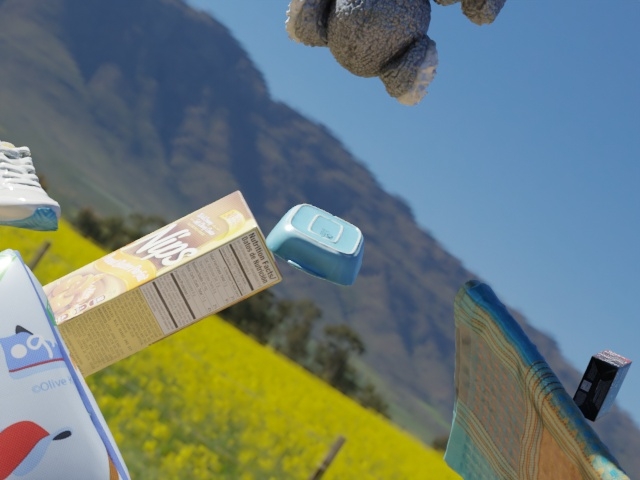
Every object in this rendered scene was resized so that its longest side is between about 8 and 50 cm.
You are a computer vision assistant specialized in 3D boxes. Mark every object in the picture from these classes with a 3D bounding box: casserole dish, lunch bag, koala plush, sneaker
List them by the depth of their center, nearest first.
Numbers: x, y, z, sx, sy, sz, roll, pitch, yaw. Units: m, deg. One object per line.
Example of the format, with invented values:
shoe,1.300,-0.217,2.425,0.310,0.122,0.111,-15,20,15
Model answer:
lunch bag,-0.179,0.161,0.760,0.243,0.115,0.303,63,-24,21
koala plush,0.080,-0.264,1.424,0.196,0.221,0.203,35,-6,6
sneaker,-0.372,-0.067,1.613,0.087,0.092,0.228,11,8,-40
casserole dish,0.000,0.000,1.626,0.114,0.037,0.188,25,16,1

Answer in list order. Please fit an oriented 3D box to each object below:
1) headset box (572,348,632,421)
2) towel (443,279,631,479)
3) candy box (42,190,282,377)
headset box,0.290,0.149,1.419,0.032,0.062,0.083,27,11,22
towel,0.211,0.243,1.292,0.370,0.040,0.271,-120,-158,-46
candy box,-0.218,0.060,1.780,0.087,0.316,0.183,64,-2,-20
